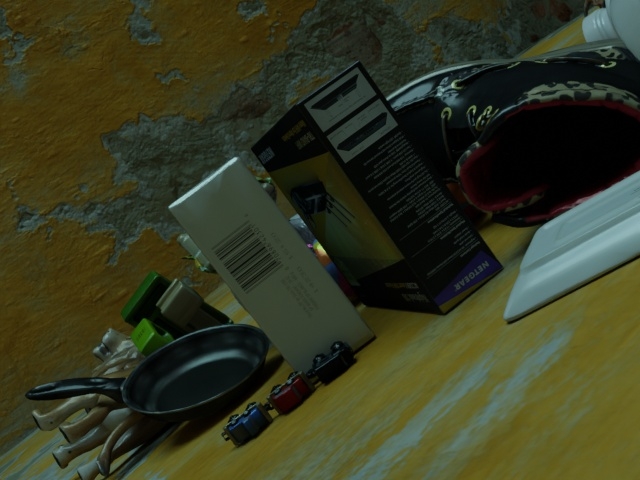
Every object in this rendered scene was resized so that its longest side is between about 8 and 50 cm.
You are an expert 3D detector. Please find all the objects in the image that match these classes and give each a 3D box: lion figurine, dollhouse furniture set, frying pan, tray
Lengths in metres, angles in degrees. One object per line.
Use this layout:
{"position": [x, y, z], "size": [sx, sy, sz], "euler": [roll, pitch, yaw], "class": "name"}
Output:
{"position": [-0.280, 0.238, 1.405], "size": [0.240, 0.142, 0.392], "euler": [-30, 16, -24], "class": "lion figurine"}
{"position": [-0.136, 0.057, 1.420], "size": [0.301, 0.151, 0.197], "euler": [-54, 24, -3], "class": "dollhouse furniture set"}
{"position": [-0.215, 0.193, 1.216], "size": [0.326, 0.053, 0.197], "euler": [-22, 22, -6], "class": "frying pan"}
{"position": [0.258, -0.033, 0.735], "size": [0.270, 0.030, 0.145], "euler": [-33, 7, 30], "class": "tray"}

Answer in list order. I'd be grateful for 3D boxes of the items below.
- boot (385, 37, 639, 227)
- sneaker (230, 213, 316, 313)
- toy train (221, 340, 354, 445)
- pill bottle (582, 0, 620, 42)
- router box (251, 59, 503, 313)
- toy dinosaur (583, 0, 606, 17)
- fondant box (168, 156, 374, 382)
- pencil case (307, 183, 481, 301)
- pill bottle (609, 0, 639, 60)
{"position": [0.183, -0.106, 1.016], "size": [0.377, 0.138, 0.284], "euler": [-10, 17, 19], "class": "boot"}
{"position": [0.000, 0.000, 1.505], "size": [0.210, 0.137, 0.366], "euler": [-42, 4, -31], "class": "sneaker"}
{"position": [-0.032, 0.155, 0.962], "size": [0.158, 0.027, 0.036], "euler": [-36, 16, 0], "class": "toy train"}
{"position": [0.479, -0.325, 1.253], "size": [0.264, 0.146, 0.146], "euler": [-31, 7, 39], "class": "pill bottle"}
{"position": [0.044, -0.043, 1.036], "size": [0.081, 0.243, 0.309], "euler": [-37, 5, -11], "class": "router box"}
{"position": [0.576, -0.425, 1.722], "size": [0.200, 0.127, 0.296], "euler": [-42, 14, 28], "class": "toy dinosaur"}
{"position": [-0.068, 0.029, 1.138], "size": [0.096, 0.238, 0.330], "euler": [-38, 5, -4], "class": "fondant box"}
{"position": [0.096, -0.019, 1.244], "size": [0.236, 0.104, 0.104], "euler": [-33, 6, 9], "class": "pencil case"}
{"position": [0.377, -0.284, 0.705], "size": [0.204, 0.204, 0.361], "euler": [-40, -17, -40], "class": "pill bottle"}
